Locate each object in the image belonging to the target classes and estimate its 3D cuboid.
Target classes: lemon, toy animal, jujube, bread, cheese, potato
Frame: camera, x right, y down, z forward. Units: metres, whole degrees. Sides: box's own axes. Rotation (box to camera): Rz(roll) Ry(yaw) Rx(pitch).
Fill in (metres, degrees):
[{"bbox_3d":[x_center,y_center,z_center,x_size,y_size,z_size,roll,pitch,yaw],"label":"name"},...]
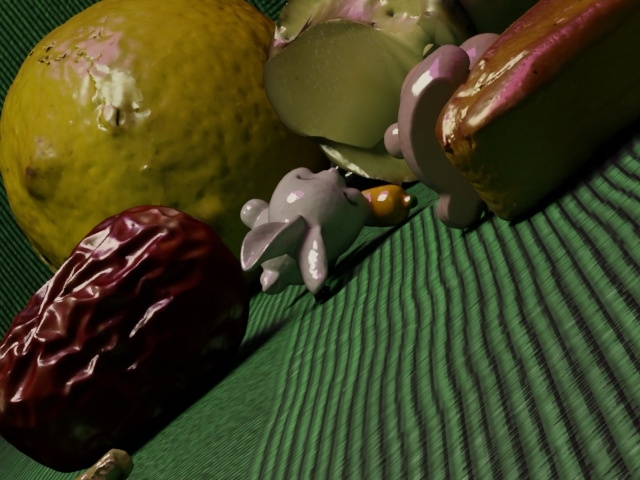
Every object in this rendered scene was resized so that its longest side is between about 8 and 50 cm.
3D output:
[{"bbox_3d":[-0.151,-0.095,2.040,0.387,0.350,0.350,-17,-12,-44],"label":"lemon"},{"bbox_3d":[0.103,-0.090,1.336,0.124,0.124,0.212,-37,8,10],"label":"toy animal"},{"bbox_3d":[-0.161,0.080,1.537,0.230,0.155,0.155,-50,9,-24],"label":"jujube"},{"bbox_3d":[0.177,-0.115,1.172,0.245,0.094,0.102,-39,10,-10],"label":"bread"},{"bbox_3d":[0.000,0.000,1.571,0.181,0.131,0.127,130,158,-76],"label":"toy animal"},{"bbox_3d":[-0.158,0.173,1.297,0.083,0.030,0.044,-44,10,3],"label":"cheese"},{"bbox_3d":[0.106,-0.193,1.827,0.242,0.242,0.285,-42,2,-39],"label":"potato"}]

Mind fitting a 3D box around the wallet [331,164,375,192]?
[{"bbox_3d":[0.075,-0.103,2.063,0.168,0.052,0.245,-48,-5,4],"label":"wallet"}]
